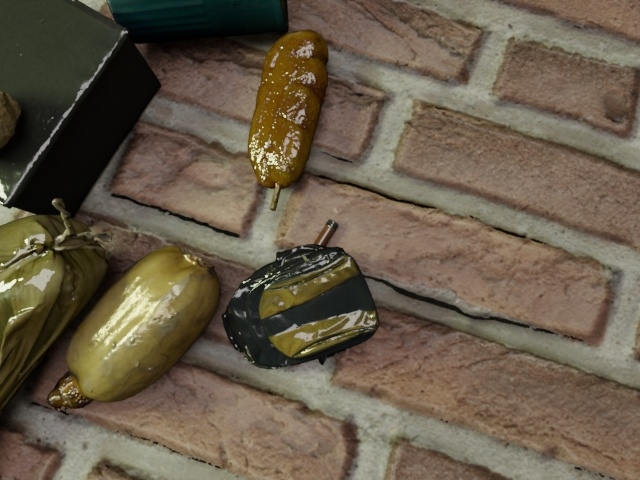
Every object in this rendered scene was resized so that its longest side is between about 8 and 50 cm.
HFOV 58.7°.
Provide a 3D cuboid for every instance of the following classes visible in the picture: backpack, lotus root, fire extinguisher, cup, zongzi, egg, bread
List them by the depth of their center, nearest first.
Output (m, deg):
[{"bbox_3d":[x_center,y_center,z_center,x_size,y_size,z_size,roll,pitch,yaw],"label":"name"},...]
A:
[{"bbox_3d":[-0.506,-0.175,0.809,0.140,0.116,0.118,2,56,-26],"label":"egg"},{"bbox_3d":[-0.472,0.211,0.900,0.500,0.218,0.466,-19,91,8],"label":"zongzi"},{"bbox_3d":[-0.306,0.155,0.944,0.169,0.151,0.342,41,88,26],"label":"lotus root"},{"bbox_3d":[-0.042,0.117,0.958,0.258,0.133,0.206,-22,93,4],"label":"backpack"},{"bbox_3d":[-0.218,-0.507,1.005,0.292,0.242,0.307,-7,83,2],"label":"cup"},{"bbox_3d":[0.000,0.000,1.026,0.028,0.022,0.083,35,82,-13],"label":"fire extinguisher"},{"bbox_3d":[-0.057,-0.218,1.034,0.124,0.084,0.343,6,81,20],"label":"bread"}]

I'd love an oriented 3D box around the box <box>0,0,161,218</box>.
[{"bbox_3d":[-0.487,-0.237,0.980,0.251,0.204,0.345,31,82,5],"label":"box"}]
